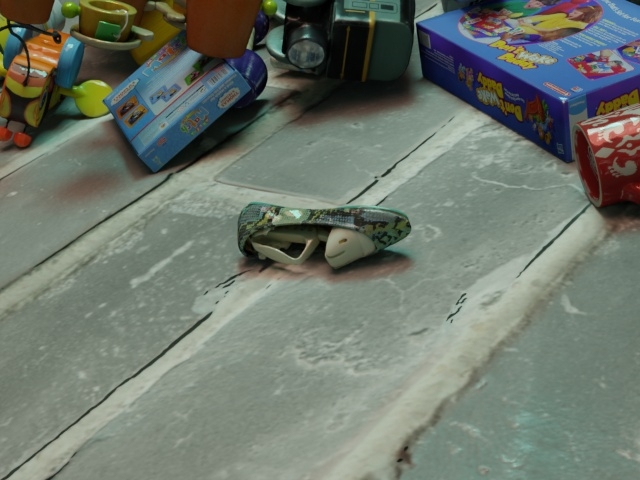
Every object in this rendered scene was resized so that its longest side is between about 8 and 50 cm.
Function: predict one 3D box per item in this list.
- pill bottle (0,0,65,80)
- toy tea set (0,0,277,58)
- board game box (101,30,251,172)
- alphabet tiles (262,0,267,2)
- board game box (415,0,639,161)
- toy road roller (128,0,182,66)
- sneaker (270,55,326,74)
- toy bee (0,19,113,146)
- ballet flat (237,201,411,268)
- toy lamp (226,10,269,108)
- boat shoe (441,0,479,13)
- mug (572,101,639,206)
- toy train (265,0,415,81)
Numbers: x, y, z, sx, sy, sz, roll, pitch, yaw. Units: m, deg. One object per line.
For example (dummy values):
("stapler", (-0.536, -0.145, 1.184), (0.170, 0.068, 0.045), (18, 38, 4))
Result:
("pill bottle", (-0.469, -0.310, 2.078), (0.103, 0.103, 0.184), (7, 33, 28))
("toy tea set", (-0.224, -0.311, 1.690), (0.336, 0.124, 0.200), (-2, 25, -33))
("board game box", (-0.189, -0.187, 1.764), (0.160, 0.039, 0.211), (-41, 33, 1))
("alphabet tiles", (0.011, -0.374, 2.042), (0.198, 0.009, 0.237), (-14, 15, -3))
("board game box", (0.303, -0.222, 1.700), (0.233, 0.078, 0.347), (-20, 30, -17))
("toy road roller", (-0.241, -0.374, 2.041), (0.202, 0.241, 0.329), (-34, -9, 13))
("sneaker", (-0.015, -0.293, 1.944), (0.083, 0.071, 0.191), (-1, 29, 27))
("toy bee", (-0.395, -0.211, 1.845), (0.195, 0.162, 0.298), (20, 6, 19))
("ballet flat", (0.000, 0.000, 1.423), (0.188, 0.070, 0.070), (1, 30, 23))
("toy lamp", (-0.108, -0.255, 1.890), (0.080, 0.080, 0.275), (-8, 29, 3))
("boat shoe", (0.224, -0.383, 1.869), (0.119, 0.121, 0.335), (-12, 3, 2))
("mug", (0.359, -0.093, 1.417), (0.169, 0.113, 0.150), (-14, 27, -1))
("toy train", (0.030, -0.342, 1.835), (0.190, 0.142, 0.334), (6, 45, -3))
